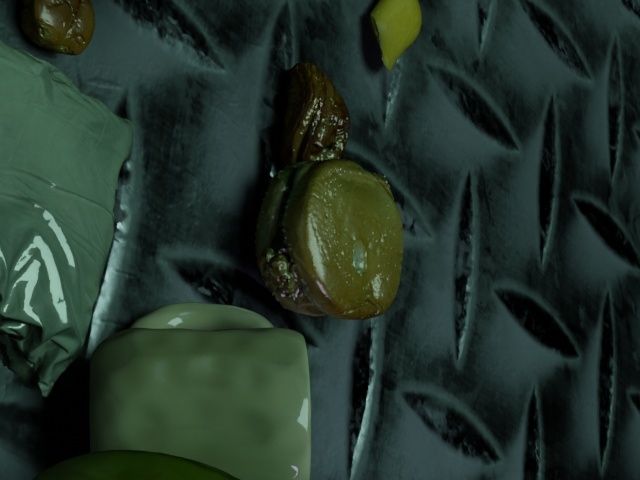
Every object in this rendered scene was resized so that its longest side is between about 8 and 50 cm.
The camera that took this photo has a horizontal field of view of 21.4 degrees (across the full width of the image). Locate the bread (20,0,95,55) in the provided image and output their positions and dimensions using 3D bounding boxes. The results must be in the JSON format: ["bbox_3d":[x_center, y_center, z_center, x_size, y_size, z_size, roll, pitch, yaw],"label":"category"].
[{"bbox_3d":[-0.258,-0.221,1.660,0.083,0.046,0.081,64,38,-28],"label":"bread"}]

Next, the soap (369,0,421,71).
[{"bbox_3d":[0.097,-0.291,2.267,0.089,0.033,0.168,65,35,-21],"label":"soap"}]

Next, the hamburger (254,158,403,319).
[{"bbox_3d":[0.000,0.000,1.951,0.215,0.122,0.189,-3,89,-55],"label":"hamburger"}]

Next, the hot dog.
[{"bbox_3d":[-0.010,-0.144,2.028,0.099,0.065,0.147,46,43,-53],"label":"hot dog"}]

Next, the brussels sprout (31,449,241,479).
[{"bbox_3d":[-0.119,0.383,1.443,0.361,0.342,0.425,-36,124,-48],"label":"brussels sprout"}]

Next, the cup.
[{"bbox_3d":[-0.118,0.135,1.632,0.173,0.202,0.255,97,-9,-55],"label":"cup"}]

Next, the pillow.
[{"bbox_3d":[-0.299,-0.044,1.466,0.283,0.138,0.310,37,50,-38],"label":"pillow"}]
